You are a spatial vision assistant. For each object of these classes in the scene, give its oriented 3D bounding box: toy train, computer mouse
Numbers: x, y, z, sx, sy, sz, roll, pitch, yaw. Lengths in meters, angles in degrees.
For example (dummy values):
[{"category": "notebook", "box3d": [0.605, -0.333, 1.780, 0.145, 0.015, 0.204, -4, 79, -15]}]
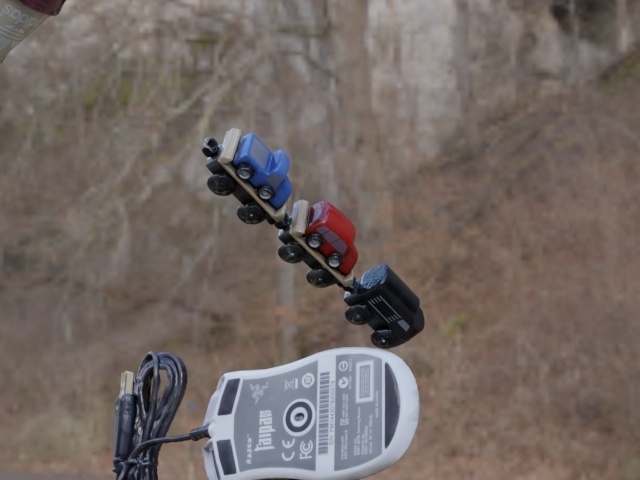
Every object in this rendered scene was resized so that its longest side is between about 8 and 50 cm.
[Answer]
[{"category": "toy train", "box3d": [0.000, 0.000, 0.703, 0.036, 0.027, 0.158, -27, -57, 32]}, {"category": "computer mouse", "box3d": [-0.028, 0.102, 0.729, 0.193, 0.106, 0.042, -10, -25, 30]}]

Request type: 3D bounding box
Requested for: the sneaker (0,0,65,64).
[{"category": "sneaker", "box3d": [-0.129, -0.121, 0.390, 0.185, 0.084, 0.069, 38, 7, 31]}]
